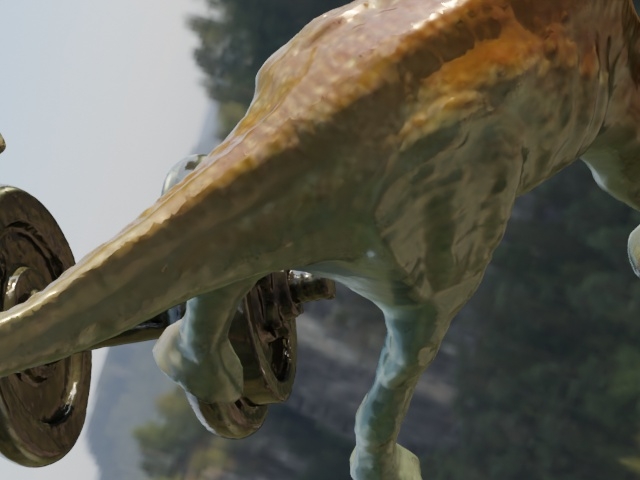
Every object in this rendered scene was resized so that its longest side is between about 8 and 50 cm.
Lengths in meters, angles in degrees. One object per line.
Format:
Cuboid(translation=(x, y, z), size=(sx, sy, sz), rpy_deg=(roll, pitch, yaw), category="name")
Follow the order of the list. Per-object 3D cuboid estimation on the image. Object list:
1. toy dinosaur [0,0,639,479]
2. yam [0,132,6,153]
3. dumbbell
Cuboid(translation=(0.000, 0.000, 0.455), size=(0.092, 0.393, 0.205), rpy_deg=(55, 134, 37), category="toy dinosaur")
Cuboid(translation=(-0.303, -0.118, 1.221), size=(0.021, 0.116, 0.021), rpy_deg=(-39, -7, -6), category="yam")
Cuboid(translation=(-0.133, 0.046, 0.958), size=(0.192, 0.290, 0.192), rpy_deg=(-9, -90, -78), category="dumbbell")
